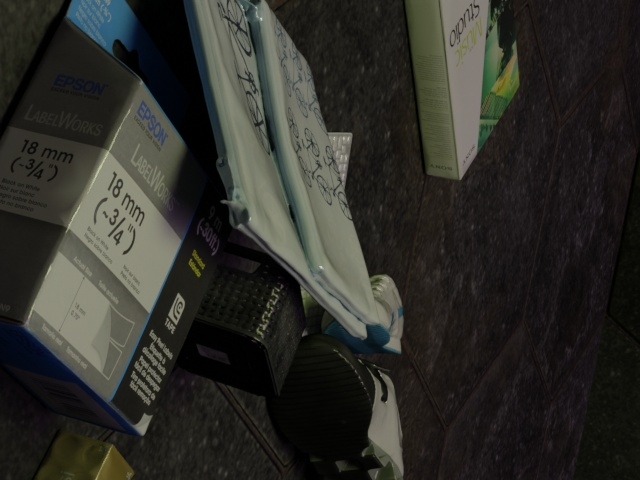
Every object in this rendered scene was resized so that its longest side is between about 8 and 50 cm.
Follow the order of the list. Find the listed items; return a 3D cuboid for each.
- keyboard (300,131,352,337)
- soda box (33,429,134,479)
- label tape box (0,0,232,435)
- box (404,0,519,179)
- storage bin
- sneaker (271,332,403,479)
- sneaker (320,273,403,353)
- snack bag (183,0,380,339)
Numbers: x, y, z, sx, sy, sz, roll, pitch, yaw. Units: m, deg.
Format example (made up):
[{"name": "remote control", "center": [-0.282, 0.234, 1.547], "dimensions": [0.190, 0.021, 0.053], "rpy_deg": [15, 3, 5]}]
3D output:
[{"name": "keyboard", "center": [0.000, 0.000, 1.820], "dimensions": [0.072, 0.014, 0.256], "rpy_deg": [-9, 109, -64]}, {"name": "soda box", "center": [-0.235, 0.262, 1.372], "dimensions": [0.181, 0.061, 0.058], "rpy_deg": [-65, 152, -26]}, {"name": "label tape box", "center": [-0.172, -0.036, 1.321], "dimensions": [0.334, 0.105, 0.241], "rpy_deg": [-68, 154, -20]}, {"name": "box", "center": [0.191, -0.274, 2.057], "dimensions": [0.232, 0.058, 0.322], "rpy_deg": [-56, 148, -40]}, {"name": "storage bin", "center": [-0.088, 0.073, 1.494], "dimensions": [0.180, 0.122, 0.084], "rpy_deg": [83, 26, -65]}, {"name": "sneaker", "center": [0.026, 0.189, 1.870], "dimensions": [0.330, 0.122, 0.146], "rpy_deg": [70, 21, -48]}, {"name": "sneaker", "center": [0.050, 0.084, 1.876], "dimensions": [0.229, 0.087, 0.092], "rpy_deg": [47, 42, -77]}, {"name": "snack bag", "center": [-0.040, -0.100, 1.463], "dimensions": [0.342, 0.037, 0.323], "rpy_deg": [46, 28, -61]}]
